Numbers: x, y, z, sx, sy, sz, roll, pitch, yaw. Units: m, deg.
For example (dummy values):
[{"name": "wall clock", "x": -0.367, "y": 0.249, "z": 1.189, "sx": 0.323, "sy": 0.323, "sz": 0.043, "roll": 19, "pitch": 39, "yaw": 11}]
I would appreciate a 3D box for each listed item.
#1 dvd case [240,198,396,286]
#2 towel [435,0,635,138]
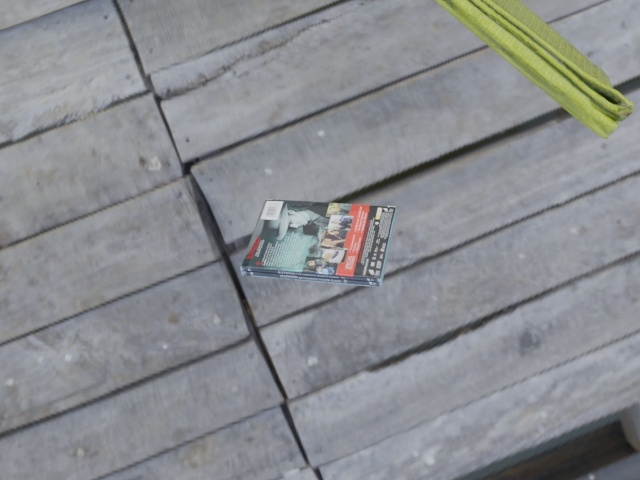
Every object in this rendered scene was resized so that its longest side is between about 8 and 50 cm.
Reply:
[{"name": "dvd case", "x": 0.000, "y": 0.000, "z": 0.736, "sx": 0.119, "sy": 0.087, "sz": 0.013, "roll": 4, "pitch": 136, "yaw": 11}, {"name": "towel", "x": 0.036, "y": -0.136, "z": 0.366, "sx": 0.237, "sy": 0.102, "sz": 0.021, "roll": 39, "pitch": 117, "yaw": -4}]
